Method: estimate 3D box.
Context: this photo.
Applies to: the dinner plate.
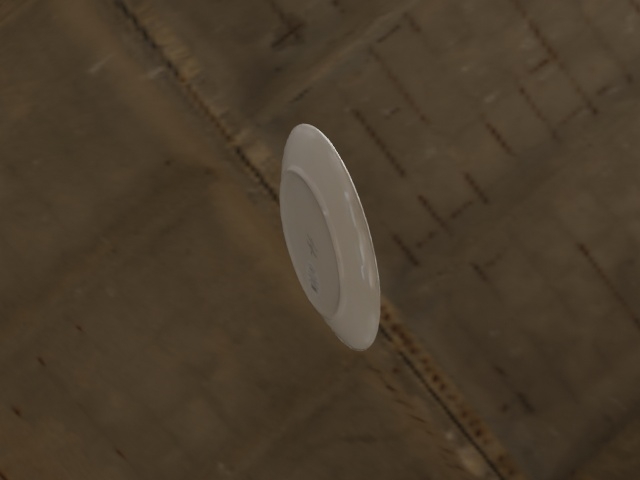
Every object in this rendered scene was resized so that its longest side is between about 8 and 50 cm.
[{"bbox_3d":[0.000,0.000,0.973,0.017,0.141,0.141,-16,-82,-17],"label":"dinner plate"}]
